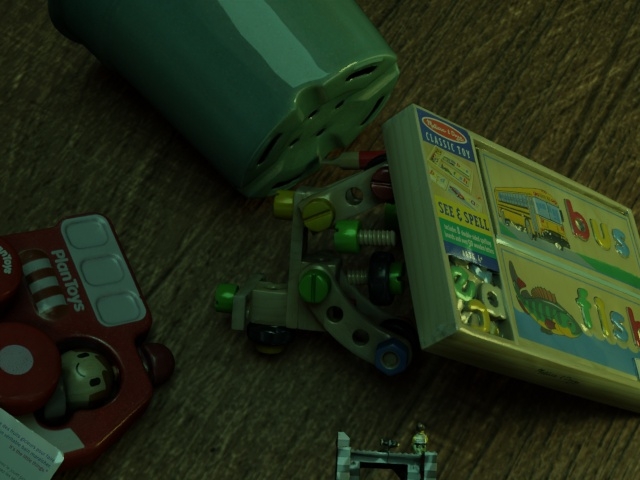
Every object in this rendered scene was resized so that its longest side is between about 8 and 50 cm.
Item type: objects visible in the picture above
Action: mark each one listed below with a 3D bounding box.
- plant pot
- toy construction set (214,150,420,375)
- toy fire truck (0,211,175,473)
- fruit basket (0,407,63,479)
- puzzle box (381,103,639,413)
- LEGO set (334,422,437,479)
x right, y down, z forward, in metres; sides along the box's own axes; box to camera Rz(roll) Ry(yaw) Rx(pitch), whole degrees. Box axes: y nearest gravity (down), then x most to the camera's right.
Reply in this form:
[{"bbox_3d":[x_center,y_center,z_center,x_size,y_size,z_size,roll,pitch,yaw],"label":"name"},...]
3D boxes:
[{"bbox_3d":[-0.101,-0.253,1.526,0.341,0.341,0.334,-34,75,-19],"label":"plant pot"},{"bbox_3d":[0.000,0.000,1.448,0.237,0.257,0.309,0,38,13],"label":"toy construction set"},{"bbox_3d":[-0.303,0.110,1.400,0.254,0.169,0.302,-13,61,-31],"label":"toy fire truck"},{"bbox_3d":[-0.475,0.279,1.245,0.327,0.165,0.353,30,78,15],"label":"fruit basket"},{"bbox_3d":[0.243,0.031,1.371,0.409,0.052,0.272,19,51,-40],"label":"puzzle box"},{"bbox_3d":[0.128,0.288,1.247,0.331,0.255,0.192,2,76,7],"label":"LEGO set"}]
